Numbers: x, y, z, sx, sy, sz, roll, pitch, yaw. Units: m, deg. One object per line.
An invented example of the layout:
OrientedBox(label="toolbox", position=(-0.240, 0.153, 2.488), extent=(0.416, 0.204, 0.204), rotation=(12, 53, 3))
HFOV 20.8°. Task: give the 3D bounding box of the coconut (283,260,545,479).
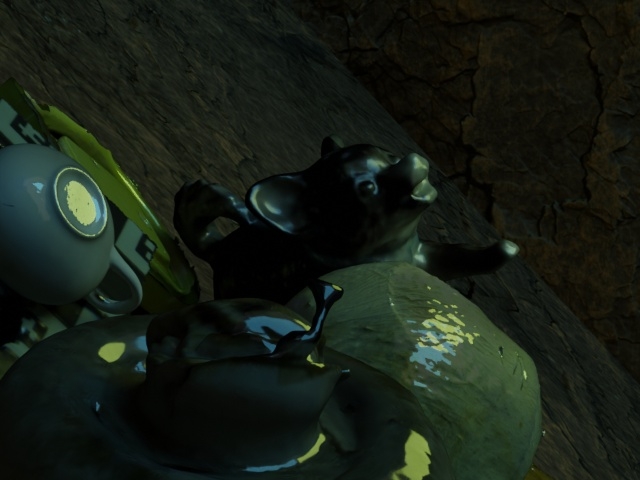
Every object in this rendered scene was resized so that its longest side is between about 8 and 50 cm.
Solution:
OrientedBox(label="coconut", position=(0.045, 0.166, 1.677), extent=(0.254, 0.297, 0.297), rotation=(41, 14, -18))

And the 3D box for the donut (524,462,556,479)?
OrientedBox(label="donut", position=(0.240, 0.334, 2.009), extent=(0.277, 0.108, 0.277), rotation=(29, 8, -4))

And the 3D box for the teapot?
OrientedBox(label="teapot", position=(-0.232, -0.010, 1.516), extent=(0.226, 0.092, 0.145), rotation=(47, 38, -28))

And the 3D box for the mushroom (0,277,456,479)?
OrientedBox(label="mushroom", position=(-0.073, 0.154, 1.293), extent=(0.362, 0.294, 0.362), rotation=(10, 25, -5))

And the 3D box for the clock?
OrientedBox(label="clock", position=(-0.243, -0.025, 1.897), extent=(0.293, 0.071, 0.277), rotation=(45, 10, -48))

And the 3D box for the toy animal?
OrientedBox(label="toy animal", position=(0.000, 0.000, 1.901), extent=(0.303, 0.344, 0.194), rotation=(47, 42, -1))

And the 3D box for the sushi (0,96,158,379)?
OrientedBox(label="sushi", position=(-0.313, 0.023, 1.556), extent=(0.296, 0.100, 0.373), rotation=(45, 24, -18))
